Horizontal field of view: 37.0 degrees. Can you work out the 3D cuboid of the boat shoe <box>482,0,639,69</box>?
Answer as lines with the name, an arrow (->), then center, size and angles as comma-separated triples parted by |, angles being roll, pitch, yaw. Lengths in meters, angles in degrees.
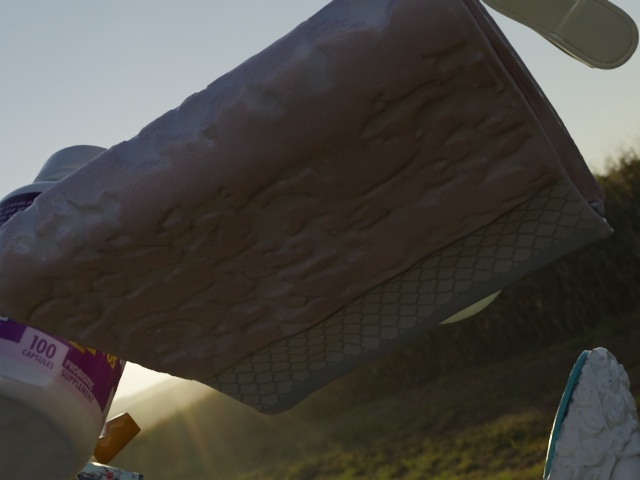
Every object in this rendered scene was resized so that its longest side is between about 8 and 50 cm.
boat shoe -> 0.285, -0.345, 1.288 | 0.116, 0.319, 0.099 | -52, 10, 16

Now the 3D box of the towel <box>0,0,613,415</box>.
towel -> 0.000, 0.000, 0.612 | 0.331, 0.053, 0.317 | -30, -35, 19

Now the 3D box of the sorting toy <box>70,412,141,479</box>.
sorting toy -> -0.339, 0.252, 1.047 | 0.041, 0.229, 0.307 | -21, 18, 47

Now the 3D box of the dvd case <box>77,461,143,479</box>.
dvd case -> -0.330, 0.377, 1.455 | 0.087, 0.119, 0.013 | -98, 32, -57

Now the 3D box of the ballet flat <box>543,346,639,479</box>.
ballet flat -> 0.275, 0.313, 0.972 | 0.409, 0.147, 0.147 | -66, 9, -21

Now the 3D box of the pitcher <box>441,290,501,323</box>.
pitcher -> 0.127, 0.049, 1.284 | 0.207, 0.126, 0.178 | -19, -30, 13

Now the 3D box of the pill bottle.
pill bottle -> -0.244, 0.054, 0.866 | 0.169, 0.169, 0.302 | -30, 32, 34
